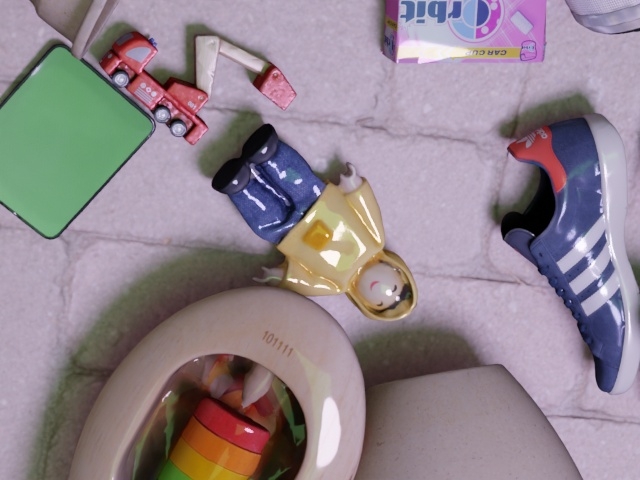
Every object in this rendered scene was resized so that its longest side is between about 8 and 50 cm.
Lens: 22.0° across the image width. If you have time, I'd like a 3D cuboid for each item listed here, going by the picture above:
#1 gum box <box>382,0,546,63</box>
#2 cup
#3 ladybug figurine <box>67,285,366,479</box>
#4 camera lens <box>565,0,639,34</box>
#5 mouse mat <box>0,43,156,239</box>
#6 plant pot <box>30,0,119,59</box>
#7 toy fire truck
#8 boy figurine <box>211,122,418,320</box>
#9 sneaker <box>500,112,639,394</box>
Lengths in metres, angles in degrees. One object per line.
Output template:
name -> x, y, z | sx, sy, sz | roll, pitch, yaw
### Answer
gum box -> 0.171, -0.262, 1.891 | 0.188, 0.062, 0.107 | -2, 107, -12
cup -> 0.153, 0.276, 1.945 | 0.331, 0.331, 0.237 | -9, 83, -10
ladybug figurine -> -0.120, 0.254, 1.906 | 0.305, 0.162, 0.449 | 34, 98, 3
camera lens -> 0.330, -0.382, 1.807 | 0.219, 0.219, 0.274 | -34, 111, -1
mouse mat -> -0.299, -0.109, 1.855 | 0.152, 0.007, 0.190 | 41, 98, -21
plant pot -> -0.288, -0.401, 1.631 | 0.305, 0.334, 0.334 | 30, 98, -8
toy fire truck -> -0.137, -0.184, 1.852 | 0.192, 0.047, 0.135 | 41, 94, -20
boy figurine -> 0.000, 0.000, 1.918 | 0.177, 0.092, 0.285 | -45, 108, 0
sneaker -> 0.296, 0.025, 1.983 | 0.148, 0.131, 0.350 | -10, 103, -3
